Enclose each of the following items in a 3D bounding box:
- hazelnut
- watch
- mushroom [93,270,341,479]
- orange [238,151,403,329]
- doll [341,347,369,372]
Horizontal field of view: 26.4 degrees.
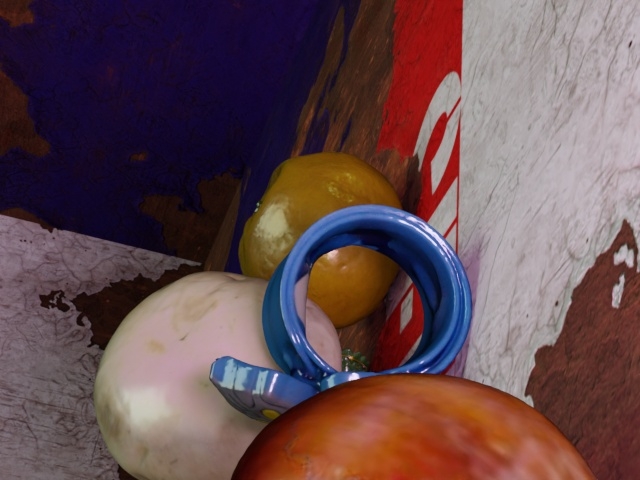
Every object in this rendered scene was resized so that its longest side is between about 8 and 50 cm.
[{"bbox_3d":[0.070,0.308,1.090,0.359,0.359,0.409,138,137,-70],"label":"hazelnut"},{"bbox_3d":[0.018,0.101,1.665,0.241,0.305,0.274,138,137,-69],"label":"watch"},{"bbox_3d":[-0.125,0.192,1.898,0.353,0.353,0.325,127,134,-63],"label":"mushroom"},{"bbox_3d":[0.000,0.000,2.050,0.279,0.235,0.279,-159,90,-76],"label":"orange"},{"bbox_3d":[0.036,0.208,2.012,0.113,0.078,0.077,-91,19,-58],"label":"doll"}]
